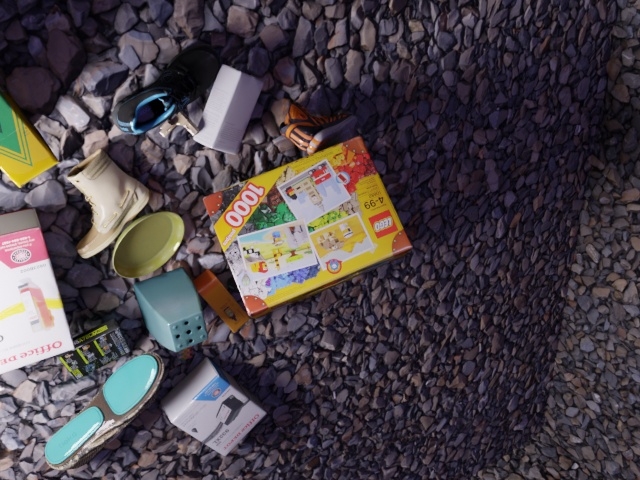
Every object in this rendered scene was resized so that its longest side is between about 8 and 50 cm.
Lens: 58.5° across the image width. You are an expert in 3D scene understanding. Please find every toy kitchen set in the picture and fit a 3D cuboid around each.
[{"bbox_3d":[-0.397,-0.302,1.588,0.083,0.068,0.075,-40,101,15],"label":"toy kitchen set"}]

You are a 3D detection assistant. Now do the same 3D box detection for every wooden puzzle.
[{"bbox_3d":[-0.463,0.385,1.954,0.049,0.006,0.083,-11,118,-30],"label":"wooden puzzle"}]

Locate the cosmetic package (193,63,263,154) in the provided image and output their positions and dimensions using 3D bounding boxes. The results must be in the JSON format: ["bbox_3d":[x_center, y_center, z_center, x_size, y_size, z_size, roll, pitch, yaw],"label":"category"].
[{"bbox_3d":[-0.264,-0.373,1.644,0.117,0.086,0.231,6,109,-62],"label":"cosmetic package"}]

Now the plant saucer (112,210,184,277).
[{"bbox_3d":[-0.507,0.005,1.667,0.241,0.037,0.241,-40,155,-23],"label":"plant saucer"}]

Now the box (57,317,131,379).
[{"bbox_3d":[-0.674,0.326,1.707,0.184,0.045,0.190,-25,153,-19],"label":"box"}]

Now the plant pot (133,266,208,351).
[{"bbox_3d":[-0.441,0.224,1.741,0.166,0.234,0.165,-20,123,-25],"label":"plant pot"}]

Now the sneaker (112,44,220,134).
[{"bbox_3d":[-0.392,-0.393,1.532,0.341,0.140,0.125,-44,127,-10],"label":"sneaker"}]

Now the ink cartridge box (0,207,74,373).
[{"bbox_3d":[-0.833,0.143,1.484,0.279,0.160,0.384,-17,121,-27],"label":"ink cartridge box"}]

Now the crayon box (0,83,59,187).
[{"bbox_3d":[-0.724,-0.305,1.205,0.106,0.363,0.313,-40,129,-12],"label":"crayon box"}]

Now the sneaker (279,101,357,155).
[{"bbox_3d":[-0.011,-0.376,1.812,0.321,0.180,0.124,-35,158,-58],"label":"sneaker"}]

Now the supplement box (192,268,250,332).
[{"bbox_3d":[-0.330,0.204,1.910,0.078,0.080,0.233,-40,127,-11],"label":"supplement box"}]

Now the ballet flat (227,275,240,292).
[{"bbox_3d":[-0.218,0.135,1.956,0.203,0.074,0.074,-15,120,-28],"label":"ballet flat"}]

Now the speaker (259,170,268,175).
[{"bbox_3d":[-0.136,-0.179,1.865,0.136,0.055,0.055,22,99,-39],"label":"speaker"}]

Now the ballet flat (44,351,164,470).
[{"bbox_3d":[-0.655,0.545,1.829,0.483,0.164,0.182,-44,151,-1],"label":"ballet flat"}]

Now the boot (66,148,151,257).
[{"bbox_3d":[-0.618,-0.099,1.552,0.262,0.095,0.203,-48,130,-7],"label":"boot"}]

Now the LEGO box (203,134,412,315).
[{"bbox_3d":[-0.041,-0.035,1.711,0.501,0.193,0.372,-23,81,-5],"label":"LEGO box"}]

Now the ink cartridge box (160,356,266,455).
[{"bbox_3d":[-0.374,0.597,2.038,0.223,0.129,0.307,-45,129,-8],"label":"ink cartridge box"}]
